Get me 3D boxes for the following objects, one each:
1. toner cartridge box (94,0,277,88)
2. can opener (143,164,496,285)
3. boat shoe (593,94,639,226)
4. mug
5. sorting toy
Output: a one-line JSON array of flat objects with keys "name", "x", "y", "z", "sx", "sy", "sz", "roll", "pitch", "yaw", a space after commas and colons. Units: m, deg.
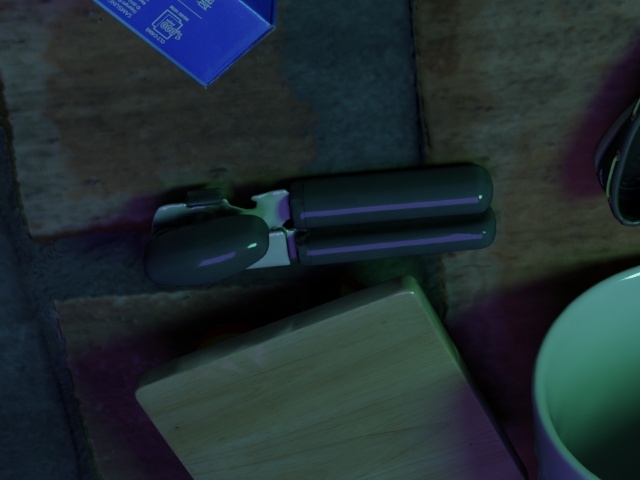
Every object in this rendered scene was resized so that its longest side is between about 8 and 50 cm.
[{"name": "toner cartridge box", "x": -0.178, "y": -0.267, "z": 1.344, "sx": 0.348, "sy": 0.165, "sz": 0.075, "roll": 38, "pitch": 119, "yaw": -24}, {"name": "can opener", "x": 0.000, "y": 0.000, "z": 1.591, "sx": 0.283, "sy": 0.095, "sz": 0.076, "roll": -5, "pitch": 128, "yaw": 5}, {"name": "boat shoe", "x": 0.285, "y": -0.109, "z": 1.523, "sx": 0.081, "sy": 0.068, "sz": 0.227, "roll": 17, "pitch": 126, "yaw": -13}, {"name": "mug", "x": 0.317, "y": 0.256, "z": 1.616, "sx": 0.276, "sy": 0.374, "sz": 0.328, "roll": -2, "pitch": 134, "yaw": 8}, {"name": "sorting toy", "x": 0.013, "y": 0.146, "z": 1.708, "sx": 0.257, "sy": 0.089, "sz": 0.255, "roll": -21, "pitch": 125, "yaw": 16}]
